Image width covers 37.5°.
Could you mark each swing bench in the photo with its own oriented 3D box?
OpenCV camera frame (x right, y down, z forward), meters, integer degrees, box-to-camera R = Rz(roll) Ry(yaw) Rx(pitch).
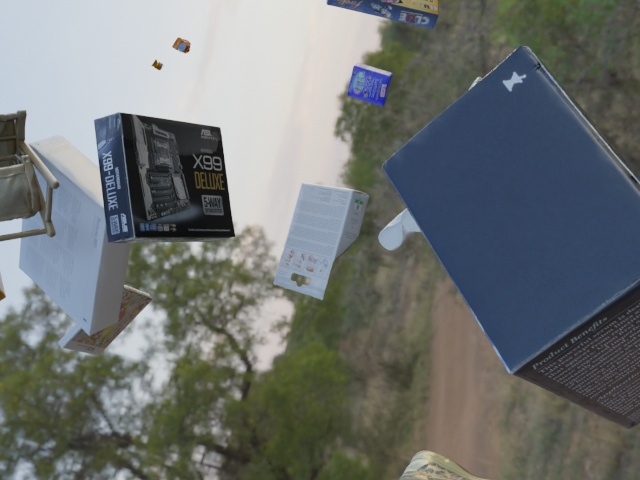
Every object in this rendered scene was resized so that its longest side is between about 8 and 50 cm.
[{"bbox_3d":[-0.702,-0.126,1.943,0.255,0.253,0.165,56,142,34],"label":"swing bench"}]

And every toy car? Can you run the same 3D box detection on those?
[{"bbox_3d":[-0.397,-0.499,2.569,0.122,0.040,0.060,-48,-21,-1],"label":"toy car"}]

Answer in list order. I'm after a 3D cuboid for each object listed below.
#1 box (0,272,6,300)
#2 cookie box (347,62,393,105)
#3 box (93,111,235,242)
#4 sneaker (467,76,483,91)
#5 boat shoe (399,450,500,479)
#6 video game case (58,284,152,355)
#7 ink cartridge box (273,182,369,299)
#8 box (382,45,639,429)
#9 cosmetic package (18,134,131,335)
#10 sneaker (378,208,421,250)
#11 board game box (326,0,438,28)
[{"bbox_3d":[-0.759,0.076,2.152,0.081,0.028,0.136,58,173,-36],"label":"box"},{"bbox_3d":[0.136,-0.427,2.582,0.040,0.107,0.092,-55,-18,-57],"label":"cookie box"},{"bbox_3d":[-0.307,-0.118,1.895,0.307,0.076,0.242,1,-99,-57],"label":"box"},{"bbox_3d":[0.268,-0.205,1.601,0.061,0.065,0.158,119,170,-61],"label":"sneaker"},{"bbox_3d":[0.280,0.482,1.710,0.089,0.285,0.105,-34,-42,-56],"label":"boat shoe"},{"bbox_3d":[-0.581,0.217,2.571,0.227,0.026,0.206,-46,-19,1],"label":"video game case"},{"bbox_3d":[0.000,0.000,1.915,0.181,0.056,0.225,13,89,53],"label":"ink cartridge box"},{"bbox_3d":[0.303,0.017,1.087,0.212,0.293,0.395,-39,-36,17],"label":"box"},{"bbox_3d":[-0.566,-0.010,2.175,0.097,0.284,0.377,-25,-35,-42],"label":"cosmetic package"},{"bbox_3d":[0.226,-0.057,2.208,0.212,0.080,0.094,-30,13,43],"label":"sneaker"},{"bbox_3d":[0.137,-0.557,2.077,0.042,0.243,0.165,111,167,-50],"label":"board game box"}]
